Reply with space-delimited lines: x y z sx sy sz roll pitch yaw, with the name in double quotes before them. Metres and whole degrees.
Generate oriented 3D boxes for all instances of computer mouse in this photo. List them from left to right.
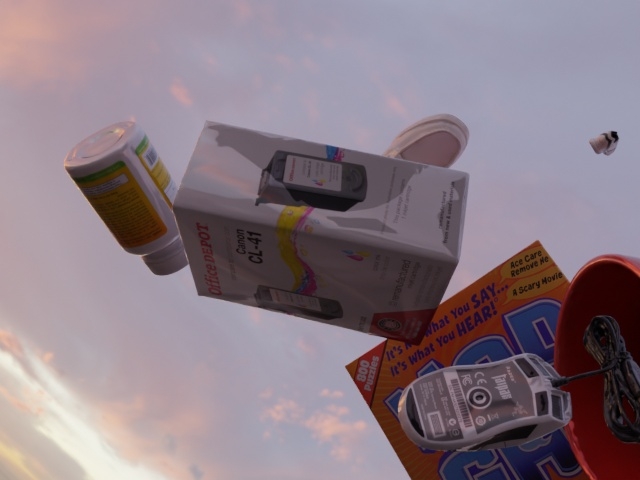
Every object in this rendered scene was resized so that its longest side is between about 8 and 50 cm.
"computer mouse" 0.158 0.125 0.497 0.193 0.106 0.042 -13 -42 4

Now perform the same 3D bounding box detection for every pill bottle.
"pill bottle" -0.303 -0.062 1.045 0.136 0.136 0.246 12 -41 41

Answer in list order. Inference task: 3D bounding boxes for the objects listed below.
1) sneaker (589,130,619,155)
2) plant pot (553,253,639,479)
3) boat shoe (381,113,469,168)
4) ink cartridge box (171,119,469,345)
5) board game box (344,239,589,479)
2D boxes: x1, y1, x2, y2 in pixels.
"sneaker" 0.539 -0.183 1.159 0.044 0.109 0.040 -34 -100 37
"plant pot" 0.436 0.155 0.700 0.243 0.275 0.275 3 -36 -4
"boat shoe" 0.122 -0.092 0.995 0.098 0.096 0.277 39 -47 -15
"ink cartridge box" 0.000 0.000 0.751 0.306 0.131 0.226 10 -31 4
"board game box" 0.322 0.270 1.042 0.356 0.356 0.356 58 11 19
